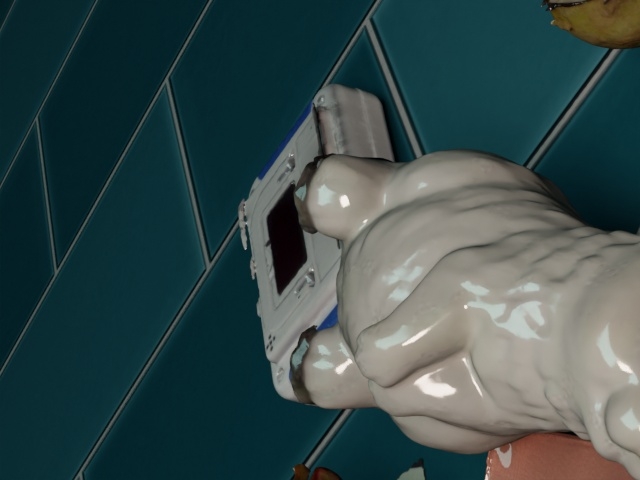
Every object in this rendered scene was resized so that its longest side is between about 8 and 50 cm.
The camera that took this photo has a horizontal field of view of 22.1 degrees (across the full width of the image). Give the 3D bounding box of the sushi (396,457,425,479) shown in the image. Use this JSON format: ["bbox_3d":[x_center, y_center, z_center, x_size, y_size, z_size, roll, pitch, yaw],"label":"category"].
[{"bbox_3d":[0.000,0.340,1.274,0.290,0.050,0.264,-50,36,40],"label":"sushi"}]

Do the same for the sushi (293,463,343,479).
[{"bbox_3d":[0.018,0.300,1.081,0.343,0.182,0.196,60,173,33],"label":"sushi"}]

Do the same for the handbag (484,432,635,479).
[{"bbox_3d":[0.173,0.204,1.011,0.212,0.059,0.157,2,78,61],"label":"handbag"}]

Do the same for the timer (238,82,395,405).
[{"bbox_3d":[0.000,0.000,1.421,0.178,0.078,0.253,-52,35,37],"label":"timer"}]

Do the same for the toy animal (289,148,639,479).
[{"bbox_3d":[0.147,0.046,0.983,0.357,0.258,0.193,9,110,49],"label":"toy animal"}]

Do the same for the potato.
[{"bbox_3d":[0.236,-0.188,1.097,0.101,0.089,0.172,-4,45,49],"label":"potato"}]
